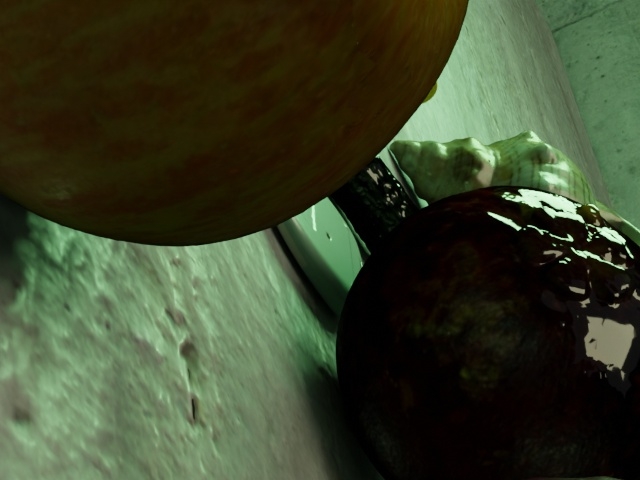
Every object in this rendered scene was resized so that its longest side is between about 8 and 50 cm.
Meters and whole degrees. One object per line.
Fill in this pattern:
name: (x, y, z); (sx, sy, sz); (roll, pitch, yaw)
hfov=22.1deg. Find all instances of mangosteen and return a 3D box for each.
mangosteen: (0.117, 0.101, 1.070); (0.289, 0.231, 0.231); (104, -20, -50)

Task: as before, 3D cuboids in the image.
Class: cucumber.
cucumber: (0.043, -0.026, 1.253); (0.214, 0.052, 0.058); (56, -2, -32)

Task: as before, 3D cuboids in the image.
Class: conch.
conch: (0.218, 0.009, 1.584); (0.386, 0.170, 0.203); (41, 29, -26)

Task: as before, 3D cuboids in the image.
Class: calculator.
calculator: (0.000, 0.000, 1.118); (0.153, 0.021, 0.095); (52, 20, -34)

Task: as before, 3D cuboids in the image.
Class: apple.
apple: (-0.056, -0.129, 0.691); (0.264, 0.264, 0.264); (58, 17, -29)

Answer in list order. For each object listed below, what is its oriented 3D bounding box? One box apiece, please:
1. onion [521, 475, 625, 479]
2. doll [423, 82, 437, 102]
onion: (0.129, 0.243, 0.665); (0.337, 0.282, 0.260); (27, 29, -14)
doll: (0.089, -0.185, 1.648); (0.127, 0.073, 0.084); (-91, -173, -47)
